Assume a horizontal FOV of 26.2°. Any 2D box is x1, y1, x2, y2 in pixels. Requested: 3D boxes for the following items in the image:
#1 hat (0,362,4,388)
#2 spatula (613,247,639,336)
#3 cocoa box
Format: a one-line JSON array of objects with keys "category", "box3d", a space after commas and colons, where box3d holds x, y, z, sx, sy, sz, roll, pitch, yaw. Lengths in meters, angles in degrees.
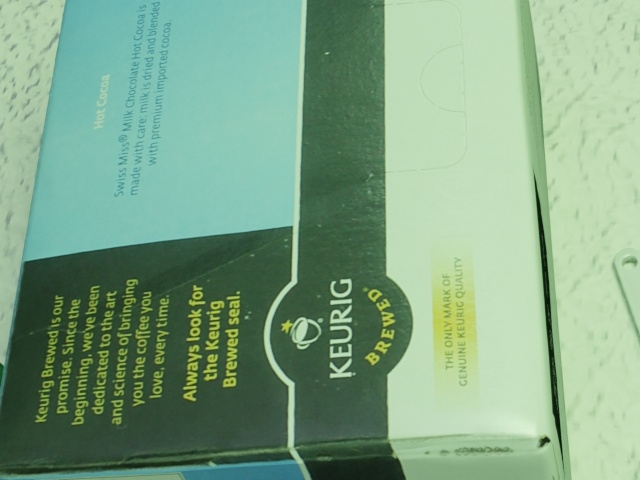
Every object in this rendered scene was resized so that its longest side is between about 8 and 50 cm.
[{"category": "hat", "box3d": [-0.272, 0.131, 0.787, 0.183, 0.173, 0.208, -9, 26, 49]}, {"category": "spatula", "box3d": [0.252, 0.087, 0.709, 0.168, 0.019, 0.242, -17, 54, 9]}, {"category": "cocoa box", "box3d": [0.000, 0.000, 0.696, 0.228, 0.231, 0.347, -6, 56, 11]}]
